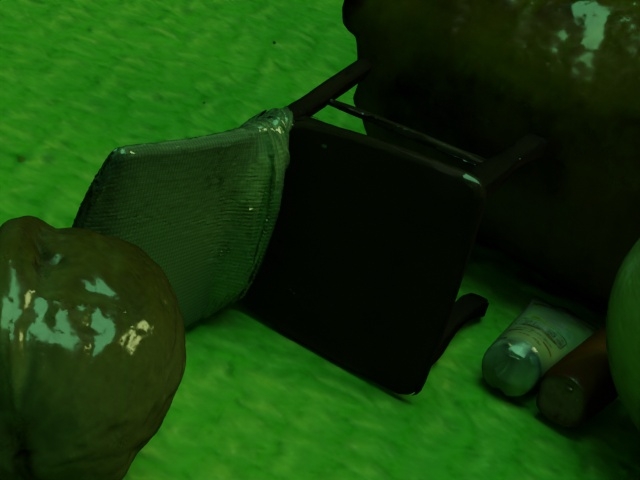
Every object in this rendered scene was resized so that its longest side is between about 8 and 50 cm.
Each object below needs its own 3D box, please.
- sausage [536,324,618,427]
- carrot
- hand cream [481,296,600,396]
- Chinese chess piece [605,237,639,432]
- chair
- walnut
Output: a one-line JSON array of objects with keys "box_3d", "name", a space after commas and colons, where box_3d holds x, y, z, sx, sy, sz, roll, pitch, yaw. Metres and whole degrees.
[{"box_3d": [0.187, 0.088, 1.245, 0.039, 0.041, 0.131, 15, 23, 26], "name": "sausage"}, {"box_3d": [0.193, -0.091, 1.359, 0.340, 0.241, 0.241, 28, 28, 19], "name": "carrot"}, {"box_3d": [0.153, 0.070, 1.265, 0.061, 0.039, 0.143, 26, 23, 17], "name": "hand cream"}, {"box_3d": [0.308, 0.053, 1.156, 0.257, 0.257, 0.104, 8, 50, -22], "name": "Chinese chess piece"}, {"box_3d": [0.000, 0.000, 1.160, 0.186, 0.160, 0.319, 26, 26, 16], "name": "chair"}, {"box_3d": [-0.149, 0.061, 0.970, 0.166, 0.149, 0.166, -7, 38, 6], "name": "walnut"}]
